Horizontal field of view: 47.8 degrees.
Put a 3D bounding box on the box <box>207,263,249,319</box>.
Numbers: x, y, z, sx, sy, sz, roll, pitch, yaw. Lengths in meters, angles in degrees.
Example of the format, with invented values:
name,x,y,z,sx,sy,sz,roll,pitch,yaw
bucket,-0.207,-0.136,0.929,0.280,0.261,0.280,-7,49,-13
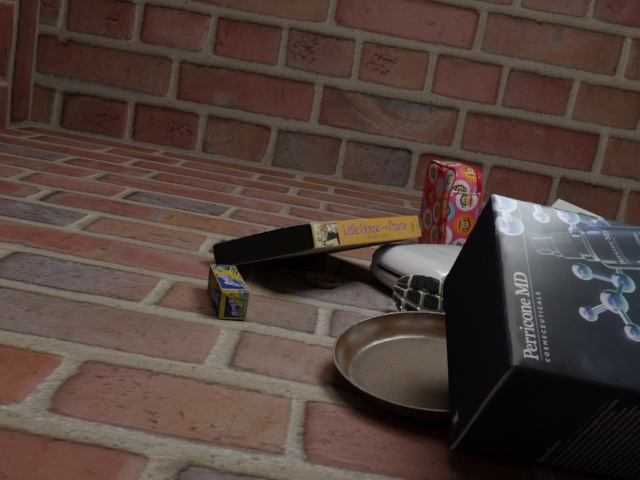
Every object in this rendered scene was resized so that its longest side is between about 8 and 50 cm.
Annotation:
name,x,y,z,sx,sy,sz,roll,pitch,yaw
box,-0.180,0.097,1.392,0.054,0.059,0.169,4,14,-18

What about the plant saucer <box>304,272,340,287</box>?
name,x,y,z,sx,sy,sz,roll,pitch,yaw
plant saucer,0.003,0.094,1.657,0.083,0.015,0.083,10,13,-2

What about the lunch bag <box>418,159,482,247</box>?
name,x,y,z,sx,sy,sz,roll,pitch,yaw
lunch bag,0.370,-0.091,2.147,0.120,0.293,0.258,2,15,-16

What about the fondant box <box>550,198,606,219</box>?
name,x,y,z,sx,sy,sz,roll,pitch,yaw
fondant box,0.711,0.060,1.795,0.330,0.096,0.238,45,3,-20

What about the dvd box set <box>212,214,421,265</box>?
name,x,y,z,sx,sy,sz,roll,pitch,yaw
dvd box set,0.000,0.000,1.710,0.307,0.062,0.420,-12,-4,40

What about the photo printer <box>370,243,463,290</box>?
name,x,y,z,sx,sy,sz,roll,pitch,yaw
photo printer,0.291,0.081,1.733,0.307,0.107,0.256,1,15,-36

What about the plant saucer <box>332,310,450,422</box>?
name,x,y,z,sx,sy,sz,roll,pitch,yaw
plant saucer,0.172,0.199,1.141,0.310,0.050,0.310,2,21,-1

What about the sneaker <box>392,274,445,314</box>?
name,x,y,z,sx,sy,sz,roll,pitch,yaw
sneaker,0.285,0.150,1.511,0.279,0.107,0.118,17,-5,16

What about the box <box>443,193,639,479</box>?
name,x,y,z,sx,sy,sz,roll,pitch,yaw
box,0.388,0.143,0.979,0.395,0.212,0.293,11,47,-5
